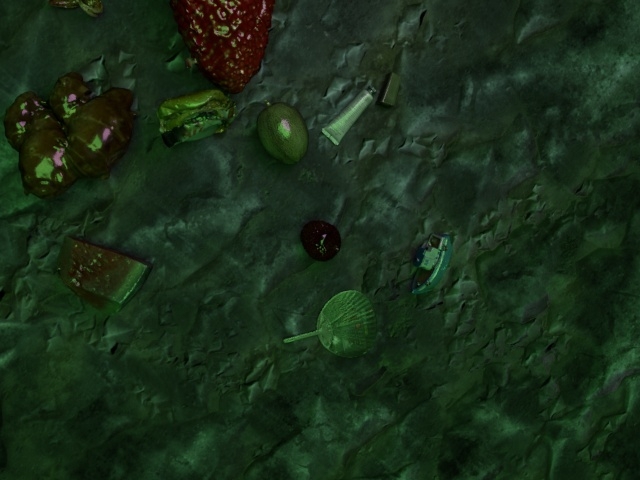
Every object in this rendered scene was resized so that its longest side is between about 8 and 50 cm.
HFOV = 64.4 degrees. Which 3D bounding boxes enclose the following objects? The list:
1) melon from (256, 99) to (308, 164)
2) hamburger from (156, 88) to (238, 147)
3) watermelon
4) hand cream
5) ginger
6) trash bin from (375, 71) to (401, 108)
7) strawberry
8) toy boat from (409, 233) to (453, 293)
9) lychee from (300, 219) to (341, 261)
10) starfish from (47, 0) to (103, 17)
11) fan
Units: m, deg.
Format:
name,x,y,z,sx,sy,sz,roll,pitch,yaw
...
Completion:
name,x,y,z,sx,sy,sz,roll,pitch,yaw
melon,-0.107,-0.307,1.427,0.139,0.139,0.192,-29,107,-4
hamburger,-0.326,-0.330,1.338,0.214,0.235,0.125,-25,94,-1
watermelon,-0.631,0.088,1.425,0.256,0.140,0.193,33,85,-7
hand cream,0.090,-0.376,1.506,0.067,0.042,0.194,41,96,-22
ginger,-0.646,-0.282,1.333,0.357,0.152,0.274,-27,84,-6
trash bin,0.204,-0.443,1.501,0.043,0.061,0.092,18,94,-13
strawberry,-0.259,-0.558,1.276,0.292,0.292,0.343,3,94,-11
toy boat,0.332,0.069,1.601,0.102,0.088,0.215,20,94,-23
lychee,0.001,-0.003,1.517,0.123,0.123,0.129,-36,68,-3
starfish,-0.617,-0.674,1.297,0.146,0.074,0.190,18,96,-14
fan,0.051,0.256,1.624,0.294,0.012,0.223,17,97,-14
